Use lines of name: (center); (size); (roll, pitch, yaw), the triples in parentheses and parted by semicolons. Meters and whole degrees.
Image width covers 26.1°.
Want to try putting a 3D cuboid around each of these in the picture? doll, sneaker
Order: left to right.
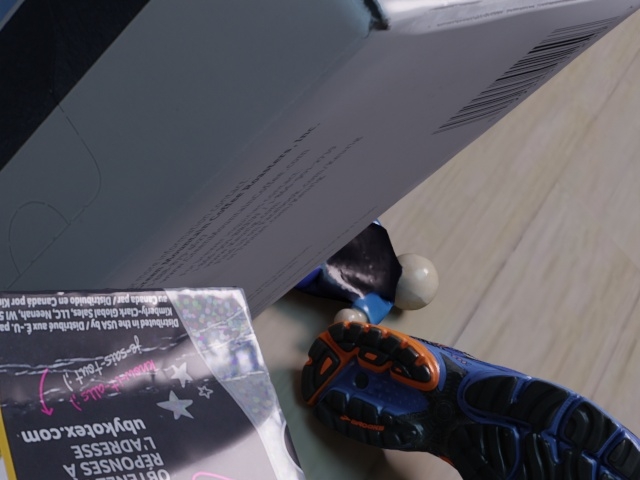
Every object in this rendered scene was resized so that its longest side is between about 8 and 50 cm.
doll: (0.000, 0.000, 0.852); (0.189, 0.046, 0.129); (21, 48, -31)
sneaker: (0.099, 0.102, 0.779); (0.221, 0.083, 0.087); (27, 10, 28)

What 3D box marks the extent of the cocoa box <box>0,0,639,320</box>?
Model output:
cocoa box: (-0.078, -0.094, 0.609); (0.231, 0.347, 0.228); (-20, 74, -50)

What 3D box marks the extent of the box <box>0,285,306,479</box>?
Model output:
box: (-0.130, 0.132, 0.458); (0.163, 0.247, 0.142); (2, 61, -43)
